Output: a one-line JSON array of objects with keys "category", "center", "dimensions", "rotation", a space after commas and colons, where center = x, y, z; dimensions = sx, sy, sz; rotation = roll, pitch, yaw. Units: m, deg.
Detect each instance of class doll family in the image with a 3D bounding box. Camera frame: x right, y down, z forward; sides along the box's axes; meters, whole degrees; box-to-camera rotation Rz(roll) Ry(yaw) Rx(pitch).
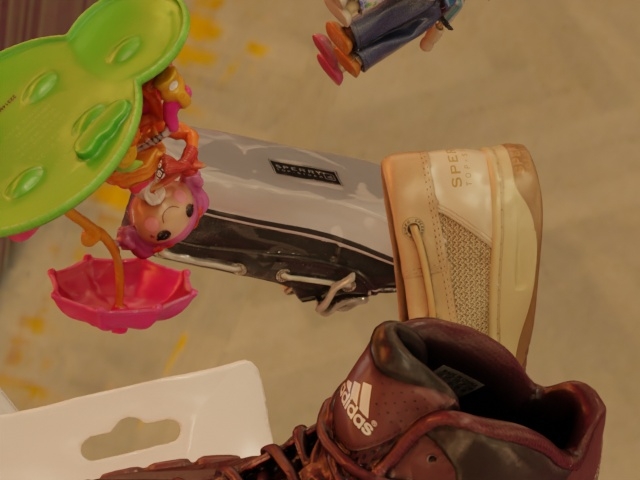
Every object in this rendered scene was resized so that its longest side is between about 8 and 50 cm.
[{"category": "doll family", "center": [0.078, -0.219, 1.519], "dimensions": [0.163, 0.263, 0.118], "rotation": [-35, 61, -10]}]

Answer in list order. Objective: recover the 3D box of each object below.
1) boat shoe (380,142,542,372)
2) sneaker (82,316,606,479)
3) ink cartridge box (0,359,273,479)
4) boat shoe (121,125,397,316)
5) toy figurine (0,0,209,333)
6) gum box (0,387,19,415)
[{"category": "boat shoe", "center": [0.079, 0.097, 1.212], "dimensions": [0.110, 0.341, 0.122], "rotation": [-1, 20, -7]}, {"category": "sneaker", "center": [-0.015, 0.092, 0.725], "dimensions": [0.281, 0.162, 0.106], "rotation": [-7, 49, -12]}, {"category": "ink cartridge box", "center": [-0.078, 0.263, 1.129], "dimensions": [0.207, 0.119, 0.354], "rotation": [-12, 88, -19]}, {"category": "boat shoe", "center": [0.001, 0.002, 1.364], "dimensions": [0.306, 0.105, 0.113], "rotation": [11, 30, -26]}, {"category": "toy figurine", "center": [-0.110, -0.025, 0.970], "dimensions": [0.130, 0.159, 0.173], "rotation": [31, 71, 38]}, {"category": "gum box", "center": [-0.396, 0.167, 1.862], "dimensions": [0.107, 0.062, 0.188], "rotation": [-39, 88, 7]}]
